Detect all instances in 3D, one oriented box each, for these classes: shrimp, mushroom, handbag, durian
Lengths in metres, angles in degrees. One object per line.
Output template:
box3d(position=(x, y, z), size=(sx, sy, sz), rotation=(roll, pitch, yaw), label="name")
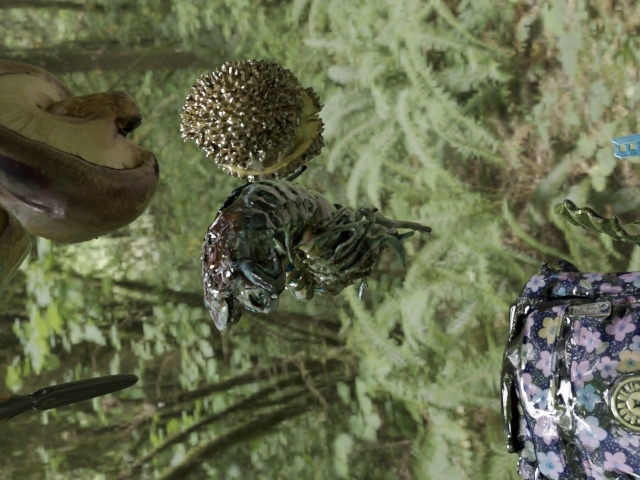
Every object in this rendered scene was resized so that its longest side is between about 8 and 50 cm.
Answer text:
box3d(position=(-0.001, -0.004, 0.436), size=(0.174, 0.082, 0.076), rotation=(-4, -99, -68), label="shrimp")
box3d(position=(-0.277, -0.082, 0.890), size=(0.231, 0.194, 0.138), rotation=(43, 131, 25), label="mushroom")
box3d(position=(0.255, 0.127, 0.746), size=(0.207, 0.126, 0.229), rotation=(-4, 84, 33), label="handbag")
box3d(position=(-0.094, -0.157, 1.178), size=(0.196, 0.196, 0.167), rotation=(114, 172, -63), label="durian")

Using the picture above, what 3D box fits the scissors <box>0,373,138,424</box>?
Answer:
box3d(position=(-0.289, 0.163, 0.906), size=(0.017, 0.220, 0.088), rotation=(39, 127, 45), label="scissors")

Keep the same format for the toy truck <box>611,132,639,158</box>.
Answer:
box3d(position=(0.415, -0.144, 1.066), size=(0.063, 0.136, 0.074), rotation=(60, -154, -45), label="toy truck")

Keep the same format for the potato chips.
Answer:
box3d(position=(0.299, -0.014, 0.895), size=(0.092, 0.207, 0.028), rotation=(27, 100, 38), label="potato chips")

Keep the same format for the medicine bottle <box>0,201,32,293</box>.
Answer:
box3d(position=(-0.358, 0.094, 0.632), size=(0.323, 0.151, 0.151), rotation=(-63, 0, -24), label="medicine bottle")
